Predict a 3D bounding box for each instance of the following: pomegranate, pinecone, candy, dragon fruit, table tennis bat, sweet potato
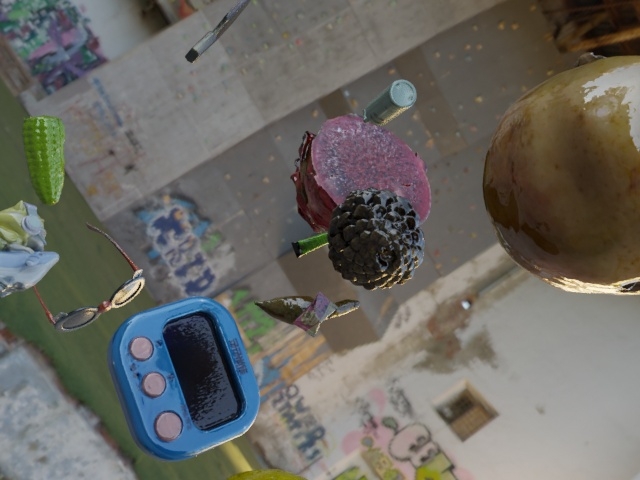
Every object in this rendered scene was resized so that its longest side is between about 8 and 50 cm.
[{"bbox_3d":[0.457,-0.116,1.198,0.412,0.411,0.411,54,-9,13],"label":"pomegranate"},{"bbox_3d":[0.099,-0.012,1.389,0.205,0.179,0.184,-99,-171,-53],"label":"pinecone"},{"bbox_3d":[-0.632,-0.185,1.755,0.096,0.096,0.210,-160,-114,-75],"label":"candy"},{"bbox_3d":[0.093,-0.125,1.991,0.249,0.386,0.371,-45,-114,47],"label":"dragon fruit"},{"bbox_3d":[-0.184,-0.377,1.368,0.019,0.220,0.130,41,-50,-12],"label":"table tennis bat"},{"bbox_3d":[-0.028,0.173,1.885,0.075,0.269,0.075,-179,-90,-75],"label":"sweet potato"}]

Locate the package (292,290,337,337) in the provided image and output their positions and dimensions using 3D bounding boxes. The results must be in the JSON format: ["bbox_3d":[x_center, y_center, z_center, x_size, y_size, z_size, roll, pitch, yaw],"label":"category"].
[{"bbox_3d":[-0.009,0.148,1.524,0.059,0.083,0.029,40,-3,-26],"label":"package"}]

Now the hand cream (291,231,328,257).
[{"bbox_3d":[0.000,0.000,1.627,0.023,0.121,0.036,-112,-179,-79],"label":"hand cream"}]

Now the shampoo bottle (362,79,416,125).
[{"bbox_3d":[0.122,-0.253,1.466,0.056,0.056,0.195,57,-18,-2],"label":"shampoo bottle"}]

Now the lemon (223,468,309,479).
[{"bbox_3d":[-0.096,0.561,1.303,0.336,0.336,0.336,54,-9,13],"label":"lemon"}]

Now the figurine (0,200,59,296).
[{"bbox_3d":[-0.555,0.009,1.325,0.208,0.128,0.184,22,47,-37],"label":"figurine"}]

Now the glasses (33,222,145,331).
[{"bbox_3d":[-0.570,0.068,1.792,0.268,0.234,0.118,49,-25,21],"label":"glasses"}]

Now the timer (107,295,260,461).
[{"bbox_3d":[-0.308,0.311,1.726,0.115,0.308,0.340,-30,-102,55],"label":"timer"}]
